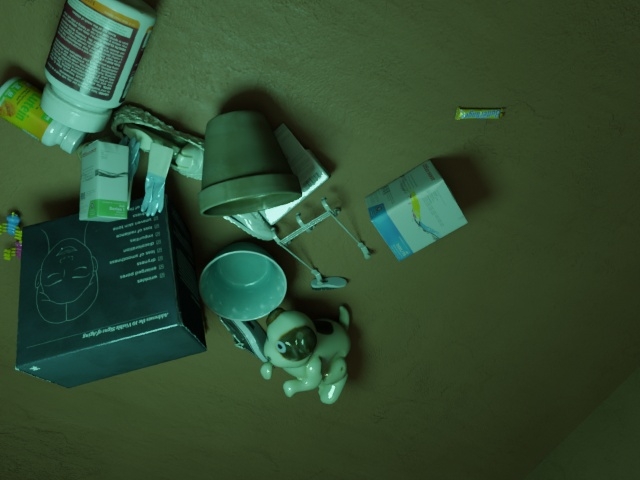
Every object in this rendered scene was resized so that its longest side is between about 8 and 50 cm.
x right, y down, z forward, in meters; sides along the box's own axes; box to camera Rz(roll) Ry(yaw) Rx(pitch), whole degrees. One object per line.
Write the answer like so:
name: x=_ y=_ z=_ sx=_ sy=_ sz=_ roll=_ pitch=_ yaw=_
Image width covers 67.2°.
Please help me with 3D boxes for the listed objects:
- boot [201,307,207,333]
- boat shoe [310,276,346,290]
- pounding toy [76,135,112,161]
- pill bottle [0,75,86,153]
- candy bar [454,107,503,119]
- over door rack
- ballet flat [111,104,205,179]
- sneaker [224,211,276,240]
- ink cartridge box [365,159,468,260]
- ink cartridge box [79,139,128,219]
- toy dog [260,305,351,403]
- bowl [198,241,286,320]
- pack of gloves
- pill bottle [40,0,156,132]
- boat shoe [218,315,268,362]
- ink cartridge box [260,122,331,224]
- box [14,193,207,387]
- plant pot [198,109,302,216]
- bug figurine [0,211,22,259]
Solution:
boot: x=-0.608 y=0.315 z=1.933 sx=0.283 sy=0.109 sz=0.220 roll=-14 pitch=122 yaw=-3
boat shoe: x=0.032 y=0.174 z=1.904 sx=0.142 sy=0.049 sz=0.040 roll=-1 pitch=137 yaw=0
pounding toy: x=-0.725 y=-0.232 z=1.609 sx=0.094 sy=0.206 sz=0.181 roll=-32 pitch=107 yaw=-35
pill bottle: x=-0.871 y=-0.384 z=1.512 sx=0.245 sy=0.136 sz=0.136 roll=34 pitch=112 yaw=-19
candy bar: x=0.531 y=-0.424 z=1.611 sx=0.161 sy=0.018 sz=0.040 roll=0 pitch=119 yaw=-1
over door rack: x=0.000 y=0.000 z=1.783 sx=0.239 sy=0.108 sz=0.324 roll=-31 pitch=129 yaw=14
ballet flat: x=-0.492 y=-0.296 z=1.577 sx=0.409 sy=0.147 sz=0.147 roll=25 pitch=115 yaw=-15
sneaker: x=-0.250 y=-0.085 z=1.732 sx=0.235 sy=0.090 sz=0.095 roll=31 pitch=104 yaw=-19
ink cartridge box: x=0.327 y=-0.107 z=1.673 sx=0.270 sy=0.198 sz=0.197 roll=-31 pitch=115 yaw=14
ink cartridge box: x=-0.645 y=-0.171 z=1.433 sx=0.092 sy=0.160 sz=0.219 roll=4 pitch=86 yaw=-43
toy dog: x=-0.049 y=0.407 z=1.828 sx=0.395 sy=0.284 sz=0.408 roll=-49 pitch=142 yaw=2
bowl: x=-0.285 y=0.129 z=1.790 sx=0.311 sy=0.163 sz=0.311 roll=-3 pitch=120 yaw=-5
pack of gloves: x=-0.555 y=-0.201 z=1.507 sx=0.195 sy=0.046 sz=0.232 roll=19 pitch=104 yaw=12
pill bottle: x=-0.652 y=-0.530 z=1.394 sx=0.224 sy=0.224 sz=0.392 roll=27 pitch=114 yaw=-16
boat shoe: x=-0.312 y=0.386 z=1.967 sx=0.105 sy=0.113 sz=0.306 roll=-27 pitch=114 yaw=19
ink cartridge box: x=-0.143 y=-0.227 z=1.671 sx=0.275 sy=0.060 sz=0.239 roll=-38 pitch=95 yaw=17
box: x=-0.662 y=0.161 z=1.558 sx=0.480 sy=0.472 sz=0.297 roll=-14 pitch=151 yaw=-3
plant pot: x=-0.243 y=-0.243 z=1.519 sx=0.323 sy=0.323 sz=0.280 roll=-13 pitch=86 yaw=5
bug figurine: x=-1.027 y=0.013 z=1.759 sx=0.279 sy=0.072 sz=0.216 roll=21 pitch=122 yaw=-18
